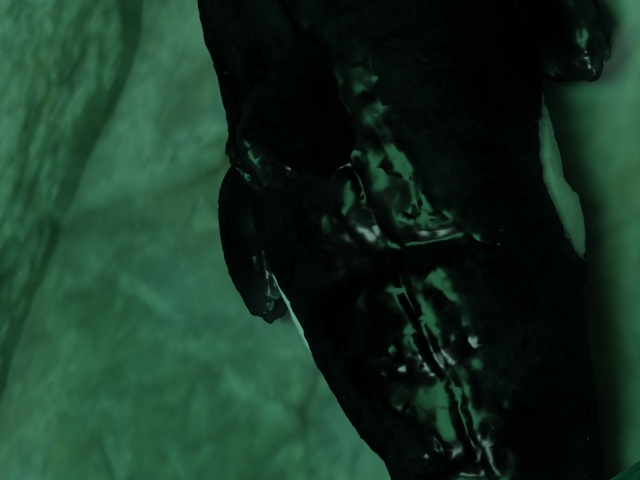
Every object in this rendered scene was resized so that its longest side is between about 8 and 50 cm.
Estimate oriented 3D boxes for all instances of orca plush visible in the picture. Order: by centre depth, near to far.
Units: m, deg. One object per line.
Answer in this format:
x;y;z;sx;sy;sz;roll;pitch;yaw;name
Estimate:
0.000;0.000;0.496;0.151;0.102;0.287;-16;71;40;orca plush

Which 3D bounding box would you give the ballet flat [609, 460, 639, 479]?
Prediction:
0.156;0.062;0.328;0.409;0.147;0.147;-44;55;28;ballet flat
